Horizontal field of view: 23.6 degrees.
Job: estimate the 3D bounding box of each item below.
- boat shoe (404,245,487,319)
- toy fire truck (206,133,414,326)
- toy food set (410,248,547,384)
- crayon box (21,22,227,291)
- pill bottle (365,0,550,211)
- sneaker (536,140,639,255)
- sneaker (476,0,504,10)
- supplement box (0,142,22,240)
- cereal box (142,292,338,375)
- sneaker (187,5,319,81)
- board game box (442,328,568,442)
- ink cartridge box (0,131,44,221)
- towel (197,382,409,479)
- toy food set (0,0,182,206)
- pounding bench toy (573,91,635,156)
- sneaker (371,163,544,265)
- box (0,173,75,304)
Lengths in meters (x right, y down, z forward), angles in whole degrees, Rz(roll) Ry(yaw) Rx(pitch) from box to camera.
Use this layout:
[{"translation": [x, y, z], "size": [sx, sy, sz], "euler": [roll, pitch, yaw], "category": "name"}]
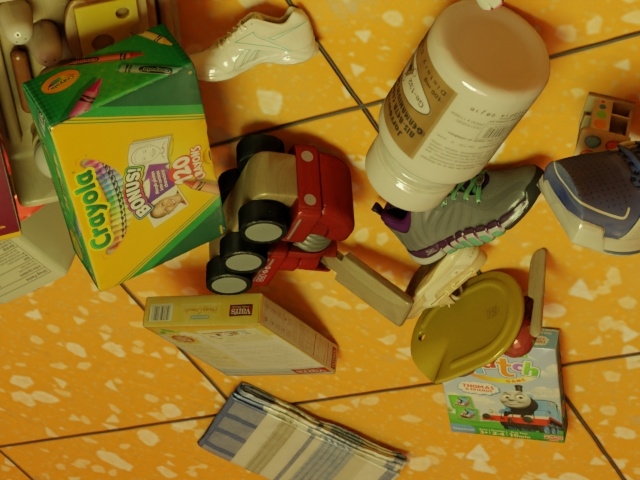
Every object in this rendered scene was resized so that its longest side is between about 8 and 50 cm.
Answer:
[{"translation": [0.149, 0.055, 1.892], "size": [0.059, 0.063, 0.170], "euler": [27, 142, -8], "category": "boat shoe"}, {"translation": [0.000, 0.000, 1.839], "size": [0.246, 0.159, 0.217], "euler": [6, 150, -19], "category": "toy fire truck"}, {"translation": [0.213, 0.111, 1.894], "size": [0.218, 0.128, 0.071], "euler": [-27, 137, 37], "category": "toy food set"}, {"translation": [-0.207, -0.085, 1.668], "size": [0.165, 0.081, 0.278], "euler": [-26, 143, -15], "category": "crayon box"}, {"translation": [0.135, -0.134, 1.615], "size": [0.131, 0.131, 0.229], "euler": [23, 141, -8], "category": "pill bottle"}, {"translation": [0.384, -0.091, 1.550], "size": [0.315, 0.127, 0.182], "euler": [-1, 132, -26], "category": "sneaker"}, {"translation": [0.174, -0.317, 1.404], "size": [0.111, 0.103, 0.252], "euler": [26, 140, -14], "category": "sneaker"}, {"translation": [-0.389, -0.093, 1.683], "size": [0.080, 0.104, 0.188], "euler": [-14, 139, -11], "category": "supplement box"}, {"translation": [-0.101, 0.127, 2.023], "size": [0.173, 0.047, 0.240], "euler": [-3, 160, 24], "category": "cereal box"}, {"translation": [-0.081, -0.214, 1.649], "size": [0.152, 0.054, 0.061], "euler": [-15, 123, -1], "category": "sneaker"}, {"translation": [0.242, 0.189, 2.038], "size": [0.160, 0.039, 0.211], "euler": [4, 139, 17], "category": "board game box"}, {"translation": [-0.408, -0.163, 1.715], "size": [0.308, 0.091, 0.385], "euler": [-33, 122, 12], "category": "ink cartridge box"}, {"translation": [-0.029, 0.317, 2.299], "size": [0.285, 0.034, 0.209], "euler": [24, 143, -6], "category": "towel"}, {"translation": [-0.248, -0.171, 1.667], "size": [0.219, 0.092, 0.306], "euler": [-13, 141, -10], "category": "toy food set"}, {"translation": [0.300, -0.103, 1.644], "size": [0.052, 0.065, 0.083], "euler": [14, 142, 4], "category": "pounding bench toy"}, {"translation": [0.154, -0.044, 1.760], "size": [0.098, 0.083, 0.223], "euler": [40, 137, -19], "category": "sneaker"}, {"translation": [-0.452, -0.068, 1.920], "size": [0.148, 0.121, 0.311], "euler": [-22, 127, 38], "category": "box"}]
